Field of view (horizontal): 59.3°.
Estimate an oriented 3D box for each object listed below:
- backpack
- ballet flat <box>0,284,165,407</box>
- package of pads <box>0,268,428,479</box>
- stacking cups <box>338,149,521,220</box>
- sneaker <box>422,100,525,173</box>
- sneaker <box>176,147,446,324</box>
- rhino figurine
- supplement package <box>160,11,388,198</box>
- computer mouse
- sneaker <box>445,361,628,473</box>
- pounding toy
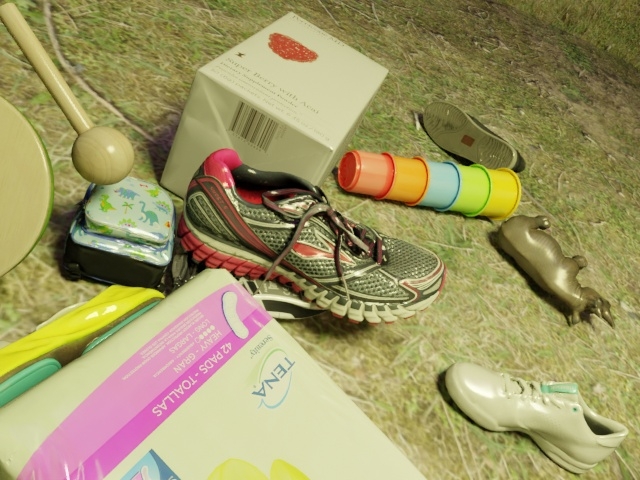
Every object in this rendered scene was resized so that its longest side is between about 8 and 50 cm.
[{"bbox_3d":[-0.199,-0.018,0.579,0.105,0.084,0.114,17,37,-23],"label":"backpack"},{"bbox_3d":[-0.223,0.098,0.459,0.077,0.077,0.231,22,31,22],"label":"ballet flat"},{"bbox_3d":[-0.062,0.184,0.421,0.296,0.101,0.229,46,39,4],"label":"package of pads"},{"bbox_3d":[0.183,-0.095,0.912,0.316,0.096,0.096,6,45,-30],"label":"stacking cups"},{"bbox_3d":[0.310,-0.200,1.146,0.222,0.083,0.118,44,20,25],"label":"sneaker"},{"bbox_3d":[0.000,0.000,0.603,0.299,0.112,0.121,16,35,-11],"label":"sneaker"},{"bbox_3d":[0.383,0.049,0.915,0.106,0.073,0.243,-11,56,-46],"label":"rhino figurine"},{"bbox_3d":[-0.049,-0.161,0.761,0.178,0.175,0.293,30,38,-1],"label":"supplement package"},{"bbox_3d":[-0.071,0.058,0.621,0.193,0.042,0.106,9,36,-20],"label":"computer mouse"},{"bbox_3d":[0.253,0.187,0.657,0.212,0.094,0.080,28,40,-5],"label":"sneaker"},{"bbox_3d":[-0.303,-0.065,0.515,0.183,0.237,0.110,53,-4,-7],"label":"pounding toy"}]
